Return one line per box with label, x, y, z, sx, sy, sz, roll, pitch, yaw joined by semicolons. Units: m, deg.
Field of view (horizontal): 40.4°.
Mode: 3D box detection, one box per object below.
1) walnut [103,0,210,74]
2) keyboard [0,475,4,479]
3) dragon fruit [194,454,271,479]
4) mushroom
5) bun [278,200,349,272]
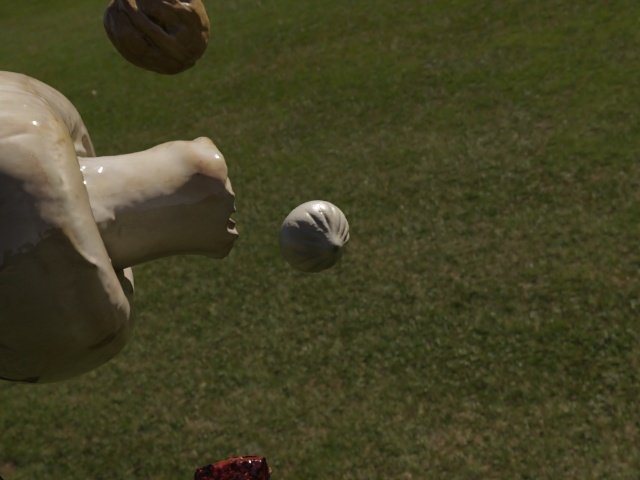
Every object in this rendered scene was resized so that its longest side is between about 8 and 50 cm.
walnut;-0.255;-0.343;1.378;0.166;0.166;0.149;-17;24;5
keyboard;-0.409;0.381;1.151;0.025;0.230;0.093;-37;6;22
dragon fruit;-0.113;0.318;1.019;0.097;0.131;0.063;6;-9;-27
mushroom;-0.225;-0.025;0.794;0.290;0.297;0.297;-19;25;-9
bun;0.000;0.000;1.574;0.138;0.138;0.094;-30;32;-21
